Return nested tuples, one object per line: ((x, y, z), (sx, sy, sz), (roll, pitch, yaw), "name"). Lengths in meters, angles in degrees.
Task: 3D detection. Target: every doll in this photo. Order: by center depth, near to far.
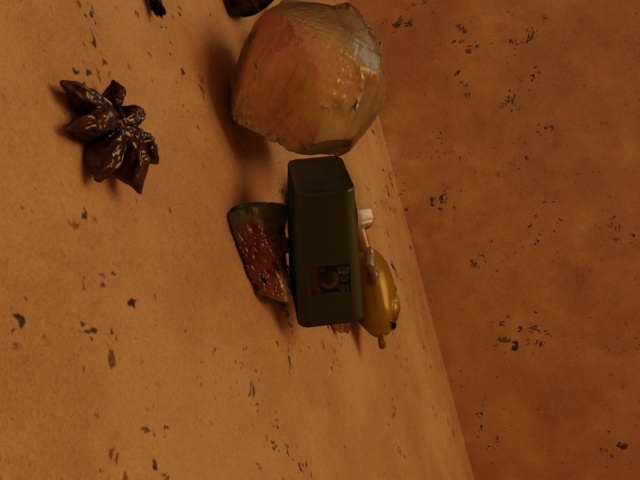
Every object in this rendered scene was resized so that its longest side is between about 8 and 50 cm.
((0.148, 0.102, 2.371), (0.348, 0.161, 0.423), (-110, -173, -75), "doll")

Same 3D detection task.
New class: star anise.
((-0.328, -0.166, 1.177), (0.197, 0.073, 0.212), (70, 19, -5), "star anise")

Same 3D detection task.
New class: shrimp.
((-0.360, -0.528, 1.497), (0.091, 0.034, 0.161), (-1, 69, -61), "shrimp")

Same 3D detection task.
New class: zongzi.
((-0.156, -0.683, 2.030), (0.187, 0.184, 0.084), (-67, 138, -65), "zongzi")

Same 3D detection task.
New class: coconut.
((-0.014, -0.410, 1.801), (0.404, 0.404, 0.405), (-16, 90, -74), "coconut")

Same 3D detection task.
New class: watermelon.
((-0.128, 0.028, 1.659), (0.154, 0.094, 0.241), (-17, 94, -68), "watermelon")

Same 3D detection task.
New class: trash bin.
((0.000, 0.000, 1.716), (0.223, 0.158, 0.344), (-106, -170, -59), "trash bin")

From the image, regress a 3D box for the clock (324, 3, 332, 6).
((-0.025, -0.480, 2.122), (0.348, 0.286, 0.117), (64, 3, -45), "clock")

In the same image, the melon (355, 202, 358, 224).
((0.012, -0.086, 2.030), (0.182, 0.182, 0.288), (43, 36, -60), "melon")

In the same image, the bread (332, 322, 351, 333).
((0.046, 0.165, 2.104), (0.119, 0.067, 0.192), (43, 35, -61), "bread")

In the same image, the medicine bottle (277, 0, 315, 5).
((-0.078, -0.630, 2.265), (0.293, 0.170, 0.170), (-87, 155, -51), "medicine bottle")
